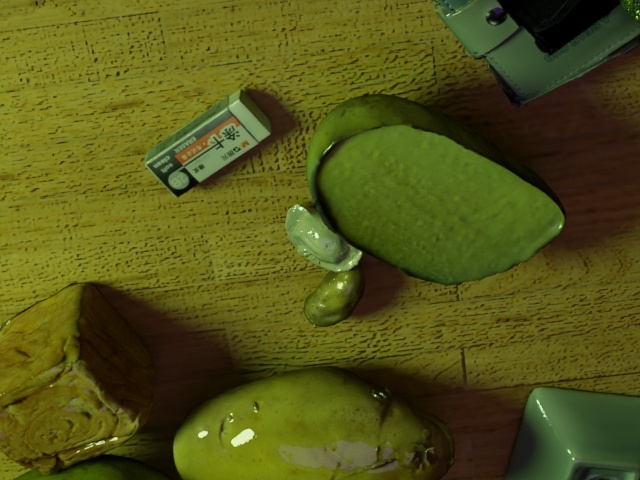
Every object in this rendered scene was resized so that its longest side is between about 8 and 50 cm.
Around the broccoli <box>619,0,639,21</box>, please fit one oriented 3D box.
[{"bbox_3d":[0.315,-0.247,1.291,0.146,0.138,0.162,22,92,-39],"label":"broccoli"}]

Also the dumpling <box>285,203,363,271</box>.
[{"bbox_3d":[0.000,0.001,1.500,0.076,0.052,0.057,21,110,-26],"label":"dumpling"}]

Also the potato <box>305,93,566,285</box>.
[{"bbox_3d":[0.098,-0.064,1.426,0.272,0.111,0.160,23,128,-32],"label":"potato"}]

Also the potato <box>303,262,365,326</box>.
[{"bbox_3d":[0.018,0.058,1.543,0.046,0.045,0.092,31,121,-18],"label":"potato"}]

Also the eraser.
[{"bbox_3d":[-0.110,-0.094,1.448,0.122,0.029,0.052,-33,119,18],"label":"eraser"}]

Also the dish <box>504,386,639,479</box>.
[{"bbox_3d":[0.304,0.289,1.685,0.182,0.080,0.243,7,122,-6],"label":"dish"}]

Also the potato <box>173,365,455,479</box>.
[{"bbox_3d":[-0.006,0.217,1.592,0.300,0.140,0.173,-1,131,6],"label":"potato"}]

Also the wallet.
[{"bbox_3d":[0.188,-0.233,1.344,0.170,0.069,0.231,-33,120,13],"label":"wallet"}]

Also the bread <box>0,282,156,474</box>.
[{"bbox_3d":[-0.266,0.148,1.540,0.158,0.143,0.149,-31,119,22],"label":"bread"}]

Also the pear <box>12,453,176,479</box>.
[{"bbox_3d":[-0.262,0.355,1.608,0.253,0.253,0.307,39,120,-24],"label":"pear"}]
